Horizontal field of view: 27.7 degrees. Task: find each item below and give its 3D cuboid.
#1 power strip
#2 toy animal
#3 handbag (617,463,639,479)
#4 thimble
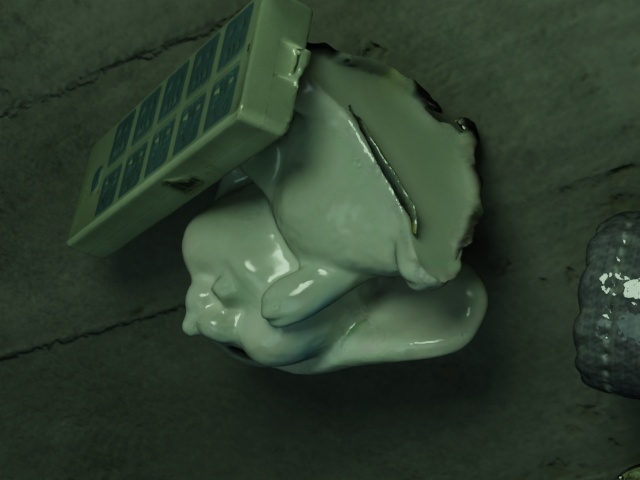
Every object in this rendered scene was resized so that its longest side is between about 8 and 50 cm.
[{"bbox_3d":[-0.116,-0.076,1.011,0.043,0.106,0.367,22,154,-24],"label":"power strip"},{"bbox_3d":[0.003,-0.019,1.028,0.289,0.174,0.249,-13,90,40],"label":"toy animal"},{"bbox_3d":[0.344,0.382,1.105,0.237,0.160,0.358,12,120,24],"label":"handbag"},{"bbox_3d":[0.252,0.049,0.972,0.098,0.150,0.150,9,119,24],"label":"thimble"}]
